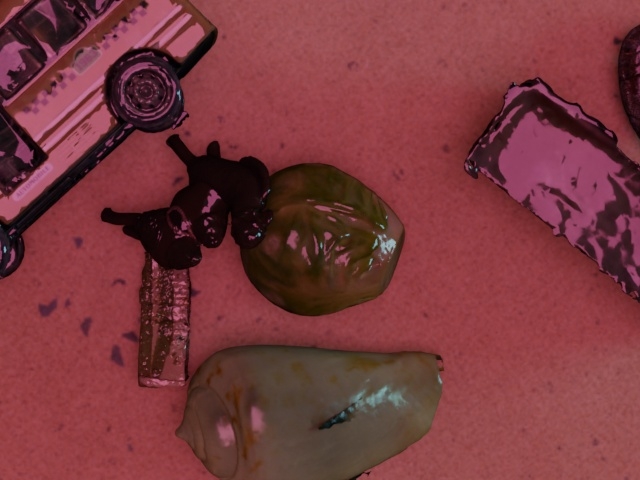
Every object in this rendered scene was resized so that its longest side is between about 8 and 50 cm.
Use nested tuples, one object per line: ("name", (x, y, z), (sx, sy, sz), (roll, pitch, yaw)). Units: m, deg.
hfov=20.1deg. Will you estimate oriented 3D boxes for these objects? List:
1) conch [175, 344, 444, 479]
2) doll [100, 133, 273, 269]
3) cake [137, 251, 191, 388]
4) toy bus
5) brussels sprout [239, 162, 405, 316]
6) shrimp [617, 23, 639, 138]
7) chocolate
("conch", (-0.013, 0.175, 1.710), (0.250, 0.137, 0.144), (8, 67, -23))
("doll", (-0.109, -0.028, 1.657), (0.139, 0.165, 0.057), (-48, 135, -2))
("cake", (-0.148, 0.075, 1.726), (0.051, 0.055, 0.140), (2, 77, -3))
("toy bus", (-0.271, -0.112, 1.629), (0.365, 0.177, 0.202), (-43, 93, -3))
("brussels sprout", (-0.001, 0.001, 1.683), (0.155, 0.117, 0.155), (0, 88, 6))
("shrimp", (0.324, -0.126, 1.726), (0.065, 0.056, 0.165), (-20, 99, -9))
("chocolate", (0.275, -0.026, 1.706), (0.321, 0.112, 0.112), (37, 93, -8))
